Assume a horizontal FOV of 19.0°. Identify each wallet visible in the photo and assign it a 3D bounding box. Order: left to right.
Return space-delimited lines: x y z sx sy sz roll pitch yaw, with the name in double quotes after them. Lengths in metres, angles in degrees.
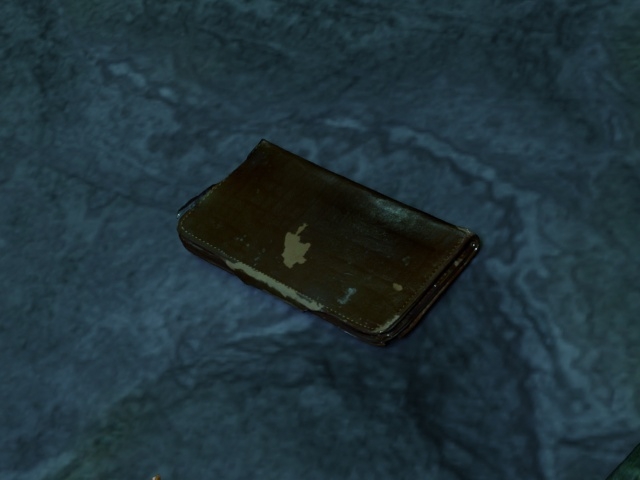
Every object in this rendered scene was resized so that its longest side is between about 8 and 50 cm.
0.000 0.000 1.129 0.176 0.026 0.095 25 60 35 "wallet"

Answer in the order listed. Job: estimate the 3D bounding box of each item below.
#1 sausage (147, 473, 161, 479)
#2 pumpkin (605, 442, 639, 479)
-0.101 0.222 0.960 0.071 0.071 0.234 -8 50 18 "sausage"
0.219 0.200 0.754 0.300 0.207 0.300 -4 60 6 "pumpkin"
